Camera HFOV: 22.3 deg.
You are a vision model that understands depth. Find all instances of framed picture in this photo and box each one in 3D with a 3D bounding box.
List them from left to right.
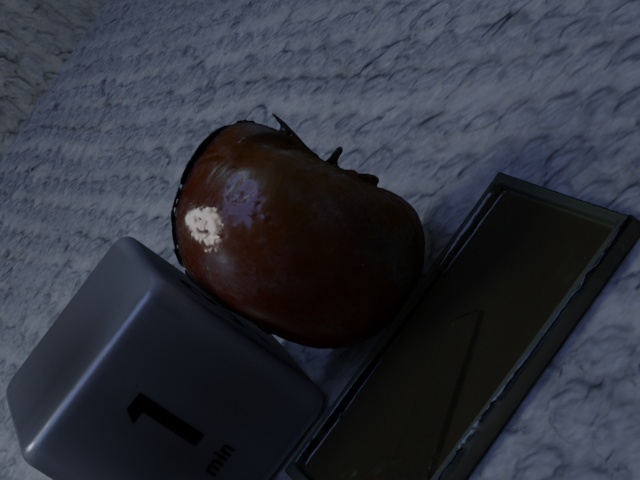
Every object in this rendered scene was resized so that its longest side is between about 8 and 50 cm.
[{"bbox_3d":[0.101,0.091,1.258,0.315,0.024,0.232,-53,21,-2],"label":"framed picture"}]

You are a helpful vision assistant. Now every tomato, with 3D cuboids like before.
[{"bbox_3d":[0.000,0.000,1.367,0.155,0.214,0.180,16,85,54],"label":"tomato"}]

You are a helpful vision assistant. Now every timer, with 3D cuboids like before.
[{"bbox_3d":[-0.144,0.139,1.455,0.194,0.195,0.192,-54,21,2],"label":"timer"}]
